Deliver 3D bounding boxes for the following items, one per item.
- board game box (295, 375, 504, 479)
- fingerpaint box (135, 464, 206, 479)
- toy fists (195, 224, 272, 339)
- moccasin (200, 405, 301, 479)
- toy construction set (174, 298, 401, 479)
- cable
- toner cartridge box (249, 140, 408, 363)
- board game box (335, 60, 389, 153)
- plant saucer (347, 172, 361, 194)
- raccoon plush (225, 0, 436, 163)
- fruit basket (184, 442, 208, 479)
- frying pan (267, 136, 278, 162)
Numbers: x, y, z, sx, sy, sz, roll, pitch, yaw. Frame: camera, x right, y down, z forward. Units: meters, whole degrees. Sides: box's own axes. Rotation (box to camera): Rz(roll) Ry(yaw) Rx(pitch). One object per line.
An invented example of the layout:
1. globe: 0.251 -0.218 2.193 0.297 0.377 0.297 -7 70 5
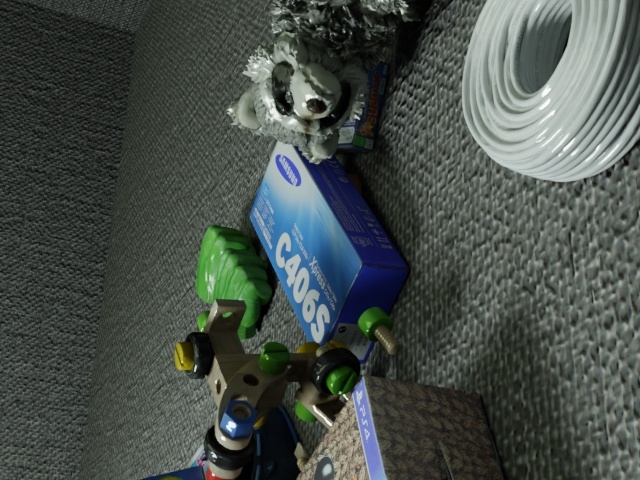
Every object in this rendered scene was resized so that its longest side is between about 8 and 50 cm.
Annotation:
1. board game box: 0.067 0.327 1.003 0.232 0.141 0.291 -103 32 -47
2. fingerpaint box: -0.287 0.493 1.170 0.445 0.371 0.163 -126 26 -68
3. toy fists: -0.161 0.064 1.784 0.279 0.096 0.142 -129 44 -61
4. moccasin: -0.105 0.317 1.470 0.342 0.116 0.138 -152 75 -68
5. toy construction set: -0.052 0.200 1.220 0.237 0.257 0.309 51 158 44
6. cable: 0.236 -0.185 0.925 0.257 0.089 0.257 -114 41 -56
7. toner cartridge box: 0.000 0.000 1.379 0.165 0.075 0.348 -66 32 27
8. board game box: 0.030 -0.204 1.499 0.201 0.035 0.136 10 88 63
9. plant saucer: 0.038 -0.061 1.459 0.083 0.013 0.084 -168 90 -68
10. raccoon plush: 0.031 -0.305 1.402 0.299 0.216 0.446 -61 -2 30
11. fruit basket: -0.196 0.550 1.509 0.327 0.165 0.353 -62 34 18
12. frying pan: -0.051 -0.136 1.683 0.197 0.053 0.326 140 141 -58
